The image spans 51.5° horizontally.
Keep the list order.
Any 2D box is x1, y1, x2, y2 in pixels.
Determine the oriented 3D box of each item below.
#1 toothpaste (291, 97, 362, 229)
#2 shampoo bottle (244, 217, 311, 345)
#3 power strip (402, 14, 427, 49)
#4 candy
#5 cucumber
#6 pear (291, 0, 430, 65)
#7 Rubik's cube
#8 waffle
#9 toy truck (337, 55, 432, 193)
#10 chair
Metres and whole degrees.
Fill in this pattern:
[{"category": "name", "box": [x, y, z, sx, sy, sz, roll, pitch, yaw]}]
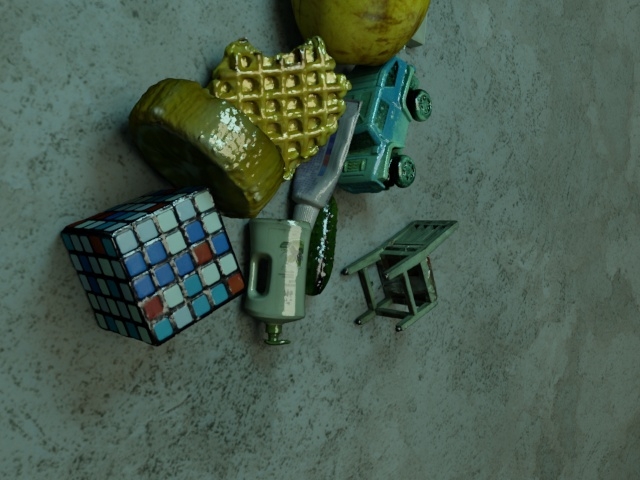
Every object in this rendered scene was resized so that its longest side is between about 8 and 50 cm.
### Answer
[{"category": "toothpaste", "box": [-0.004, -0.148, 1.306, 0.099, 0.068, 0.283, 16, 86, 2]}, {"category": "shampoo bottle", "box": [-0.082, 0.078, 1.235, 0.118, 0.087, 0.235, 4, 88, -3]}, {"category": "power strip", "box": [0.208, -0.614, 1.521, 0.106, 0.043, 0.368, 10, 84, -41]}, {"category": "candy", "box": [-0.181, -0.142, 1.045, 0.260, 0.259, 0.118, 49, 64, -31]}, {"category": "cucumber", "box": [0.000, 0.000, 1.336, 0.069, 0.069, 0.228, 20, 73, -40]}, {"category": "pear", "box": [0.076, -0.468, 1.259, 0.280, 0.280, 0.281, -1, 91, -42]}, {"category": "Rubik's cube", "box": [-0.257, 0.031, 1.026, 0.182, 0.187, 0.184, -31, 114, -38]}, {"category": "waffle", "box": [-0.080, -0.253, 1.206, 0.290, 0.051, 0.291, -9, 113, -20]}, {"category": "toy truck", "box": [0.115, -0.232, 1.368, 0.156, 0.154, 0.279, 29, 71, -42]}, {"category": "chair", "box": [0.194, 0.074, 1.459, 0.270, 0.136, 0.147, -31, 112, -39]}]
